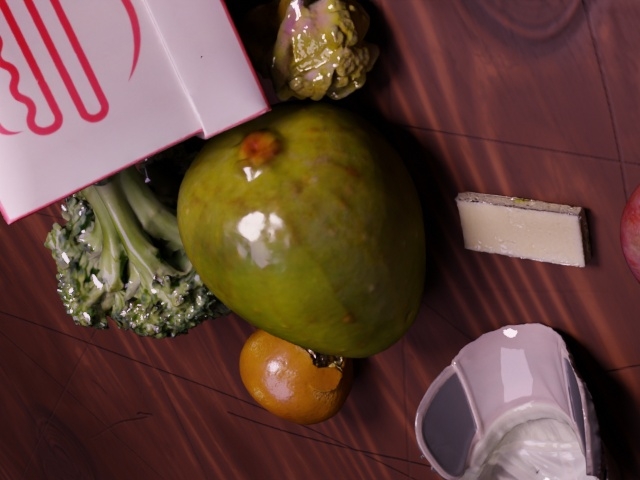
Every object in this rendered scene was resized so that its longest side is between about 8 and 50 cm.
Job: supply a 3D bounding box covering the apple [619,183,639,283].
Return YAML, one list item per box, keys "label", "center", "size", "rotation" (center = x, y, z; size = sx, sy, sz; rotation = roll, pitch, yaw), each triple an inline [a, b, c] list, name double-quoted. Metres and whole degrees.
- label: "apple"
  center: [0.356, -0.008, 1.081]
  size: [0.153, 0.120, 0.153]
  rotation: [19, 125, 29]

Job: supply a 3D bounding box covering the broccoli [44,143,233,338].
- label: "broccoli"
  center: [-0.209, -0.005, 1.515]
  size: [0.260, 0.288, 0.235]
  rotation: [63, 179, -5]

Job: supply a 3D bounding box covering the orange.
- label: "orange"
  center: [-0.028, 0.164, 1.551]
  size: [0.154, 0.154, 0.134]
  rotation: [32, 95, 21]

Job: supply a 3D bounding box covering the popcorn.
- label: "popcorn"
  center: [-0.010, -0.212, 1.276]
  size: [0.145, 0.126, 0.126]
  rotation: [40, 115, 37]

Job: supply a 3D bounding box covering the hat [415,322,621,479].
- label: "hat"
  center: [0.240, 0.233, 1.355]
  size: [0.232, 0.161, 0.275]
  rotation: [-11, 88, 35]

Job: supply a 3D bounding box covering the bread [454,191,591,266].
- label: "bread"
  center: [0.217, -0.013, 1.275]
  size: [0.153, 0.028, 0.068]
  rotation: [9, 125, 38]

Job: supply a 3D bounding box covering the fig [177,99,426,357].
- label: "fig"
  center: [0.000, 0.000, 1.331]
  size: [0.258, 0.258, 0.326]
  rotation: [2, 144, 42]

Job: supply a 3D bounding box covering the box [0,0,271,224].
- label: "box"
  center: [-0.274, -0.230, 1.281]
  size: [0.312, 0.300, 0.314]
  rotation: [66, 169, -17]
